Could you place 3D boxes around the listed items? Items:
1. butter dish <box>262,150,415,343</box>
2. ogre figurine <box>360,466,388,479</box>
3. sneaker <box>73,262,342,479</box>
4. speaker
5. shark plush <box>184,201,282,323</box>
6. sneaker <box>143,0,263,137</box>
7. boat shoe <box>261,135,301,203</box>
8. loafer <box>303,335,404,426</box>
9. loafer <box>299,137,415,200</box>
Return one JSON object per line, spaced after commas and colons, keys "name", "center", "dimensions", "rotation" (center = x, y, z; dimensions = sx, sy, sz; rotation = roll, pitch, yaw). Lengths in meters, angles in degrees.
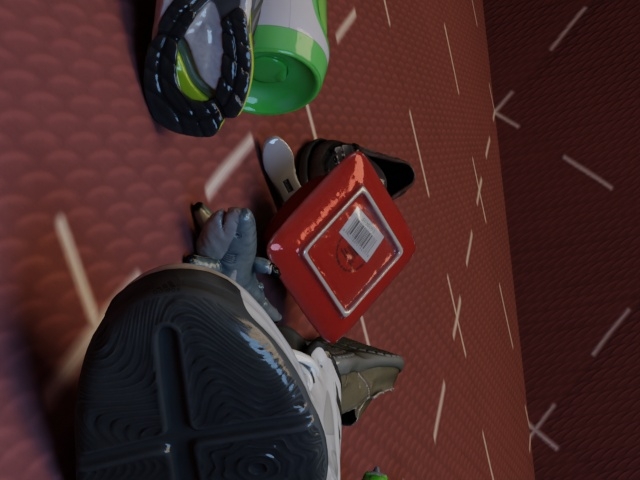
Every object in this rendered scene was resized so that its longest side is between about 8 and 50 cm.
{"name": "butter dish", "center": [0.000, 0.000, 1.292], "dimensions": [0.160, 0.118, 0.160], "rotation": [-47, 126, -19]}
{"name": "ogre figurine", "center": [0.048, 0.330, 1.313], "dimensions": [0.197, 0.097, 0.118], "rotation": [-21, 120, -59]}
{"name": "sneaker", "center": [-0.073, 0.129, 0.924], "dimensions": [0.257, 0.169, 0.447], "rotation": [-96, 175, -46]}
{"name": "speaker", "center": [-0.052, -0.278, 1.225], "dimensions": [0.131, 0.131, 0.296], "rotation": [57, 28, -56]}
{"name": "shark plush", "center": [-0.069, 0.032, 1.091], "dimensions": [0.073, 0.067, 0.161], "rotation": [-80, 156, -51]}
{"name": "sneaker", "center": [-0.090, -0.246, 1.028], "dimensions": [0.121, 0.111, 0.300], "rotation": [-98, -157, -70]}
{"name": "boat shoe", "center": [-0.043, -0.078, 1.329], "dimensions": [0.100, 0.035, 0.035], "rotation": [65, -6, -36]}
{"name": "loafer", "center": [0.018, 0.157, 1.334], "dimensions": [0.251, 0.094, 0.087], "rotation": [11, 95, -64]}
{"name": "loafer", "center": [0.051, -0.084, 1.544], "dimensions": [0.302, 0.095, 0.109], "rotation": [-16, 97, -75]}
